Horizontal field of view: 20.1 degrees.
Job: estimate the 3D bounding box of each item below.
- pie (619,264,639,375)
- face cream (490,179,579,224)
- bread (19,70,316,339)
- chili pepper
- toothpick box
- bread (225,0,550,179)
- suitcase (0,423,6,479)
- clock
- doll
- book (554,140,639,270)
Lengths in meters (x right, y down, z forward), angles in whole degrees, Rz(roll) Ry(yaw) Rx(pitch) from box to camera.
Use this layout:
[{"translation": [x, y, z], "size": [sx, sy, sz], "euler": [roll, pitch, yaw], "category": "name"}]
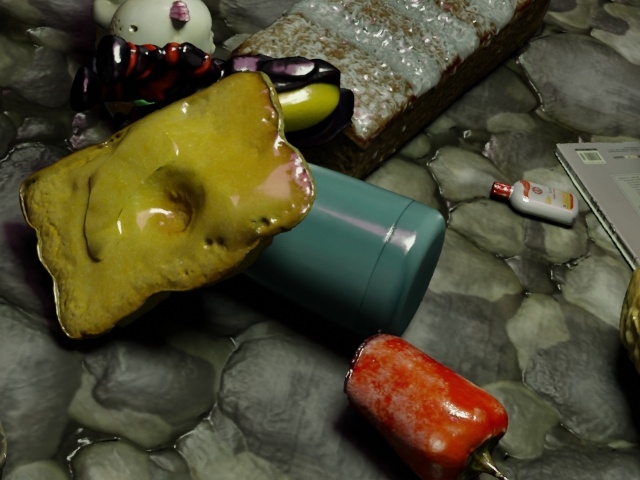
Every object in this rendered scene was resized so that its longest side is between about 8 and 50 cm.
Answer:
[{"translation": [0.408, 0.100, 1.523], "size": [0.339, 0.083, 0.339], "euler": [12, 38, -10], "category": "pie"}, {"translation": [0.201, -0.038, 1.699], "size": [0.083, 0.021, 0.040], "euler": [15, 38, -6], "category": "face cream"}, {"translation": [-0.114, -0.025, 1.426], "size": [0.088, 0.233, 0.161], "euler": [30, 35, -65], "category": "bread"}, {"translation": [0.100, 0.147, 1.392], "size": [0.192, 0.084, 0.086], "euler": [35, 57, 25], "category": "chili pepper"}, {"translation": [0.000, 0.000, 1.492], "size": [0.184, 0.120, 0.120], "euler": [22, 38, 12], "category": "toothpick box"}, {"translation": [0.076, -0.198, 1.760], "size": [0.165, 0.113, 0.416], "euler": [31, 41, 16], "category": "bread"}, {"translation": [-0.416, 0.112, 1.123], "size": [0.434, 0.194, 0.283], "euler": [-3, 45, -29], "category": "suitcase"}, {"translation": [-0.151, -0.193, 1.630], "size": [0.103, 0.144, 0.231], "euler": [3, 42, -23], "category": "clock"}, {"translation": [-0.080, -0.117, 1.510], "size": [0.248, 0.088, 0.127], "euler": [7, 1, -32], "category": "doll"}, {"translation": [0.317, -0.034, 1.749], "size": [0.127, 0.014, 0.182], "euler": [-3, 44, -27], "category": "book"}]
